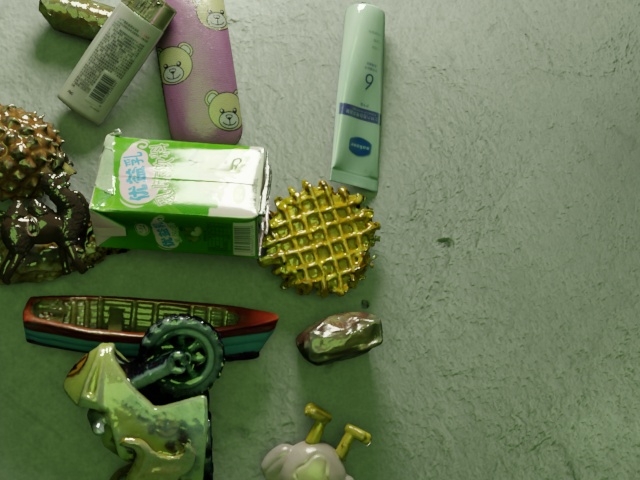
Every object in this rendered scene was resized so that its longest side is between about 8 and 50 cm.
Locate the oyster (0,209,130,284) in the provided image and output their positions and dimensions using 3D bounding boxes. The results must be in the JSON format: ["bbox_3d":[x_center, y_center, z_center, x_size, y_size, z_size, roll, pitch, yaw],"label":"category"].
[{"bbox_3d":[-0.466,0.003,1.484,0.345,0.078,0.128,-4,74,-6],"label":"oyster"}]

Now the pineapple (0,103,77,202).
[{"bbox_3d":[-0.473,-0.133,1.453,0.193,0.166,0.166,19,80,-6],"label":"pineapple"}]

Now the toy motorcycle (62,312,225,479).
[{"bbox_3d":[-0.256,0.313,1.390,0.237,0.169,0.410,-2,97,-4],"label":"toy motorcycle"}]

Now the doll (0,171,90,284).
[{"bbox_3d":[-0.416,-0.021,1.411,0.139,0.057,0.165,-3,96,-21],"label":"doll"}]

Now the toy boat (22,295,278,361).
[{"bbox_3d":[-0.264,0.138,1.474,0.392,0.136,0.079,6,111,-12],"label":"toy boat"}]

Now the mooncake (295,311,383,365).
[{"bbox_3d":[0.028,0.156,1.502,0.130,0.125,0.073,-15,80,-13],"label":"mooncake"}]

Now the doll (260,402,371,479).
[{"bbox_3d":[-0.051,0.444,1.469,0.160,0.094,0.365,28,79,-1],"label":"doll"}]

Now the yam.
[{"bbox_3d":[-0.392,-0.365,1.543,0.147,0.070,0.069,14,81,-7],"label":"yam"}]

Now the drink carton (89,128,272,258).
[{"bbox_3d":[-0.213,-0.073,1.468,0.271,0.108,0.161,4,52,-2],"label":"drink carton"}]

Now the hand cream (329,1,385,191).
[{"bbox_3d":[0.065,-0.248,1.595,0.109,0.067,0.320,11,81,-41],"label":"hand cream"}]

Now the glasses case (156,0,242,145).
[{"bbox_3d":[-0.207,-0.296,1.554,0.123,0.076,0.316,-9,84,-7],"label":"glasses case"}]

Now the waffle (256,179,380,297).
[{"bbox_3d":[0.000,0.000,1.550,0.197,0.070,0.193,17,80,-8],"label":"waffle"}]

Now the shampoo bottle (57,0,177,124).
[{"bbox_3d":[-0.328,-0.301,1.509,0.086,0.056,0.227,34,100,-15],"label":"shampoo bottle"}]
